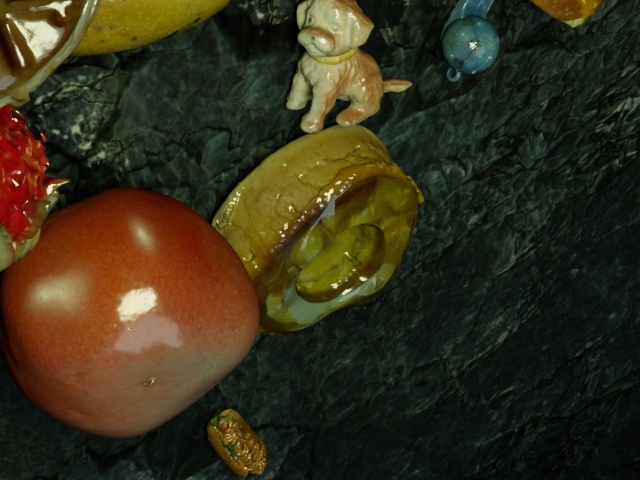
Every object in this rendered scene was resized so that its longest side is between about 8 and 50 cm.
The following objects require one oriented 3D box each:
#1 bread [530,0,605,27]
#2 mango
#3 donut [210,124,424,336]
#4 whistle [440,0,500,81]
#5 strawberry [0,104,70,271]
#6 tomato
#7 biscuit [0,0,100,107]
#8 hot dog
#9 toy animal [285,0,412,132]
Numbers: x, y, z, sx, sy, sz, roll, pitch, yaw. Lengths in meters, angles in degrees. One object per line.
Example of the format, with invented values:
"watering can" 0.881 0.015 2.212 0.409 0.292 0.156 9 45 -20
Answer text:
"bread" 0.285 -0.453 1.542 0.279 0.207 0.279 19 113 -48
"mango" -0.215 -0.278 1.297 0.329 0.176 0.175 -3 159 -27
"donut" 0.000 0.000 1.769 0.330 0.160 0.330 -27 147 -20
"whistle" 0.220 -0.292 1.736 0.090 0.090 0.158 6 122 -43
"strawberry" -0.444 -0.084 1.250 0.292 0.292 0.343 -38 100 -4
"tomato" -0.249 0.108 1.572 0.341 0.273 0.341 -23 137 -23
"biscuit" -0.355 -0.274 1.120 0.332 0.332 0.103 -39 -178 -3
"hot dog" -0.136 0.343 2.058 0.072 0.055 0.188 -37 140 -7
"toy animal" 0.044 -0.253 1.620 0.184 0.104 0.185 -20 131 -22
